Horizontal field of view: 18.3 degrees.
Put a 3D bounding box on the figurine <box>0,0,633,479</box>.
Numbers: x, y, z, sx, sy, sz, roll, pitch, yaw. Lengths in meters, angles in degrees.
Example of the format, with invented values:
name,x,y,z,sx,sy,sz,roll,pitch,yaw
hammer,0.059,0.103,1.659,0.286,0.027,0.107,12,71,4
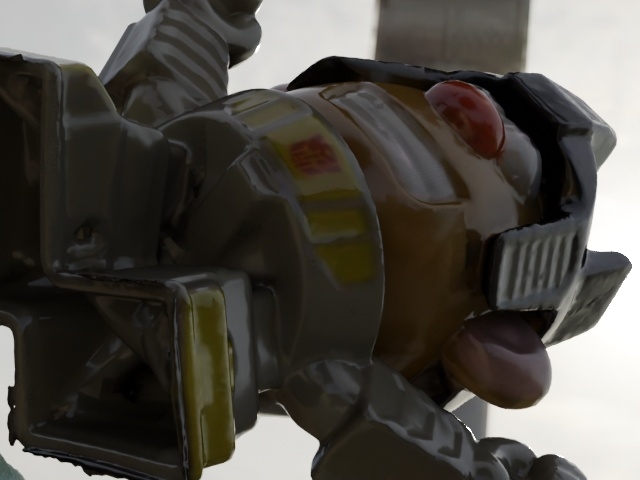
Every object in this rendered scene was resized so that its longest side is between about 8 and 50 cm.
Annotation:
name,x,y,z,sx,sy,sz,roll,pitch,yaw
figurine,-0.003,-0.002,0.775,0.308,0.308,0.143,26,-38,-33

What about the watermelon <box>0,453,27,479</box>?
name,x,y,z,sx,sy,sz,roll,pitch,yaw
watermelon,-0.325,0.196,1.371,0.241,0.094,0.154,-17,6,32
